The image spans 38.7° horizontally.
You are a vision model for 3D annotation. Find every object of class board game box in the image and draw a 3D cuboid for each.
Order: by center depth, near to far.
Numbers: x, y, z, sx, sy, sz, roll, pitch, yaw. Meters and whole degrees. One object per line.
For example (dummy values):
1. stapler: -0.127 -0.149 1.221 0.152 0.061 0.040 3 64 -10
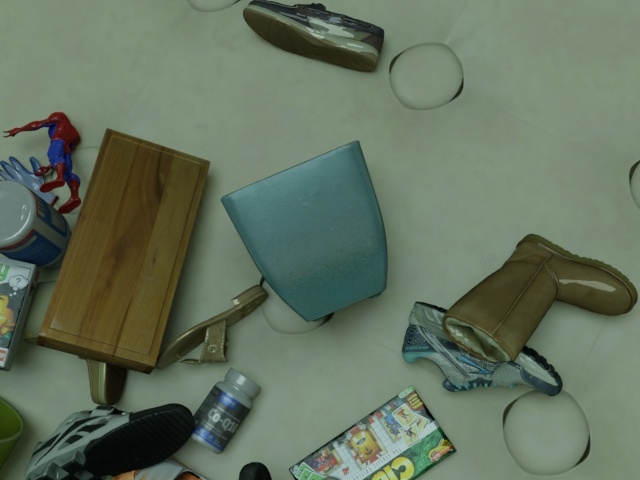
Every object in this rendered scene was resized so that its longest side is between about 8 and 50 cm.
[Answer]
1. board game box: 0.089 0.377 1.563 0.259 0.030 0.136 -34 73 -3
2. board game box: -0.678 0.105 1.617 0.305 0.053 0.193 12 72 -4

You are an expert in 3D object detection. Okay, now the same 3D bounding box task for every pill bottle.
1. pill bottle: -0.169 0.297 1.599 0.078 0.078 0.137 31 80 16
2. pill bottle: -0.537 -0.018 1.676 0.124 0.221 0.124 -2 72 7

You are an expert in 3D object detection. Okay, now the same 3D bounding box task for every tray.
1. tray: -0.347 0.014 1.643 0.202 0.076 0.411 17 64 -13

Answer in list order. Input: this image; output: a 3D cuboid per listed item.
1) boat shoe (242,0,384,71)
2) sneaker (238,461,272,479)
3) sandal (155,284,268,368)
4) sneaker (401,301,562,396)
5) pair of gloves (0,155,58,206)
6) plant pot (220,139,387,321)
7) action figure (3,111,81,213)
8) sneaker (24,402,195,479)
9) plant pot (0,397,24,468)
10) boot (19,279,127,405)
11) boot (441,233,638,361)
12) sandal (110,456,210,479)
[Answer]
1. boat shoe: -0.010 -0.418 1.791 0.285 0.103 0.092 20 72 10
2. sneaker: -0.172 0.490 1.496 0.162 0.106 0.281 8 97 20
3. sandal: -0.181 0.179 1.635 0.240 0.088 0.079 -36 72 -10
4. sneaker: 0.272 0.211 1.564 0.283 0.110 0.122 24 96 17
5. pair of gloves: -0.618 -0.076 1.812 0.159 0.023 0.198 36 82 17
6. plant pot: 0.000 0.000 1.588 0.247 0.247 0.252 -23 88 1
7. action figure: -0.534 -0.154 1.758 0.139 0.091 0.280 -22 42 7
8. sneaker: -0.374 0.334 1.582 0.330 0.122 0.146 -25 39 8
9. plant pot: -0.697 0.413 1.568 0.274 0.275 0.294 24 94 15
10. boot: -0.467 0.185 1.670 0.203 0.095 0.262 -10 73 6
11. boot: 0.365 0.119 1.509 0.236 0.089 0.269 26 45 26
12. sandal: -0.243 0.434 1.568 0.265 0.076 0.102 16 76 13
